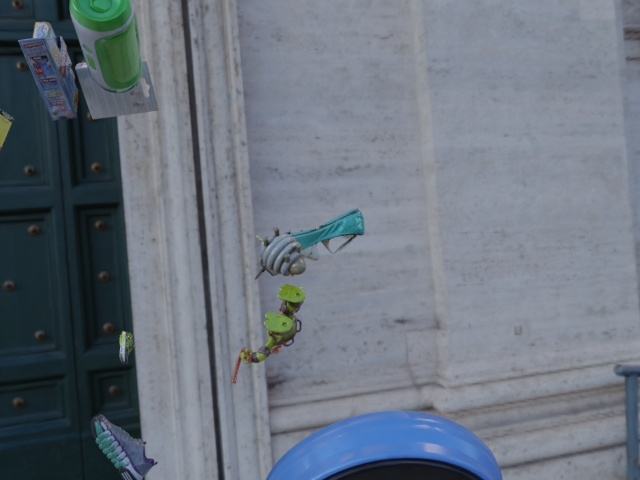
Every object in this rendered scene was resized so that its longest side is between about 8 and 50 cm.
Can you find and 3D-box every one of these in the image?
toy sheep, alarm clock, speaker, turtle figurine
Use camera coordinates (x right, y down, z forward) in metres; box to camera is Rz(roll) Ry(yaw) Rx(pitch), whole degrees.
[{"bbox_3d":[-0.081,0.024,1.140,0.132,0.091,0.091,41,20,22],"label":"toy sheep"},{"bbox_3d":[-0.126,0.047,1.589,0.192,0.064,0.129,-45,14,20],"label":"alarm clock"},{"bbox_3d":[-0.468,-0.445,1.244,0.131,0.131,0.296,-4,-12,-14],"label":"speaker"},{"bbox_3d":[-0.093,0.195,1.221,0.269,0.087,0.217,-49,-8,-26],"label":"turtle figurine"}]

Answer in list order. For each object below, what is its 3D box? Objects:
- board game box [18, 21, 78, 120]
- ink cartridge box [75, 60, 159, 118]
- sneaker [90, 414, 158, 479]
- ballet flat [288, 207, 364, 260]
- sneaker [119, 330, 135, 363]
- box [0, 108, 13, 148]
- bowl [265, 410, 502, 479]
[{"bbox_3d":[-0.637,-0.423,1.330,0.060,0.194,0.194,-9,-34,-5],"label":"board game box"},{"bbox_3d":[-0.533,-0.405,1.486,0.179,0.145,0.045,-10,40,-7],"label":"ink cartridge box"},{"bbox_3d":[-0.556,0.573,1.589,0.083,0.223,0.098,-28,5,39],"label":"sneaker"},{"bbox_3d":[0.000,0.000,1.349,0.247,0.087,0.083,-21,-1,-14],"label":"ballet flat"},{"bbox_3d":[-0.469,0.260,1.369,0.035,0.083,0.031,6,-32,-28],"label":"sneaker"},{"bbox_3d":[-0.912,-0.242,1.500,0.087,0.232,0.058,10,-17,13],"label":"box"},{"bbox_3d":[0.101,0.437,0.878,0.391,0.391,0.077,-4,28,-4],"label":"bowl"}]
